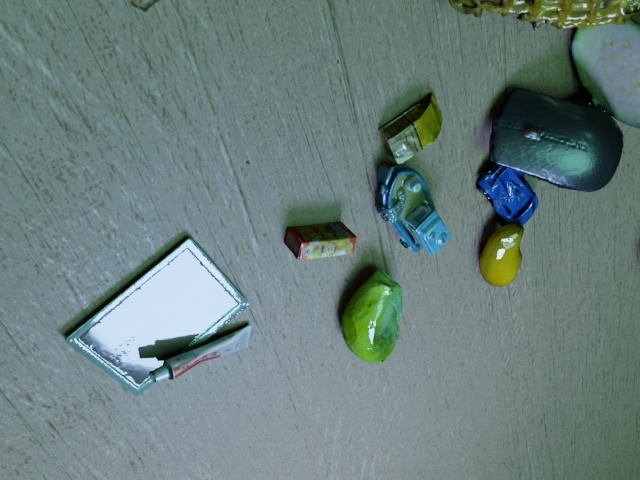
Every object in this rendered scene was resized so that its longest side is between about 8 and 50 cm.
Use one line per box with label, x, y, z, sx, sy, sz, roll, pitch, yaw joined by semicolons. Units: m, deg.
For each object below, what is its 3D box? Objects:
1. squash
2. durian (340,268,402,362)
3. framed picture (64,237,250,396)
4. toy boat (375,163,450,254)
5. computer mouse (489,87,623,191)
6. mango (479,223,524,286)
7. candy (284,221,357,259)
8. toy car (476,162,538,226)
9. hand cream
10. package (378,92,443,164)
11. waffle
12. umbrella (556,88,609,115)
squash;0.715;-0.402;1.483;0.384;0.263;0.263;-31;133;-13
durian;0.114;0.174;1.590;0.139;0.101;0.250;-18;129;-24
framed picture;-0.281;0.138;1.359;0.274;0.017;0.217;-38;134;-6
toy boat;0.177;-0.060;1.474;0.109;0.098;0.238;-42;134;-6
computer mouse;0.475;-0.192;1.510;0.295;0.087;0.168;13;97;-18
mango;0.399;0.037;1.696;0.098;0.075;0.190;-14;142;-9
candy;0.000;0.000;1.420;0.122;0.062;0.038;-7;124;-30
toy car;0.406;-0.094;1.627;0.103;0.063;0.216;-44;134;0
hand cream;-0.218;0.215;1.428;0.216;0.038;0.052;-19;167;-36
package;0.175;-0.204;1.406;0.131;0.047;0.071;-34;130;-7
waffle;0.378;-0.430;1.254;0.324;0.261;0.151;-5;103;-34
umbrella;0.506;-0.260;1.583;0.224;0.080;0.071;-16;164;-19
